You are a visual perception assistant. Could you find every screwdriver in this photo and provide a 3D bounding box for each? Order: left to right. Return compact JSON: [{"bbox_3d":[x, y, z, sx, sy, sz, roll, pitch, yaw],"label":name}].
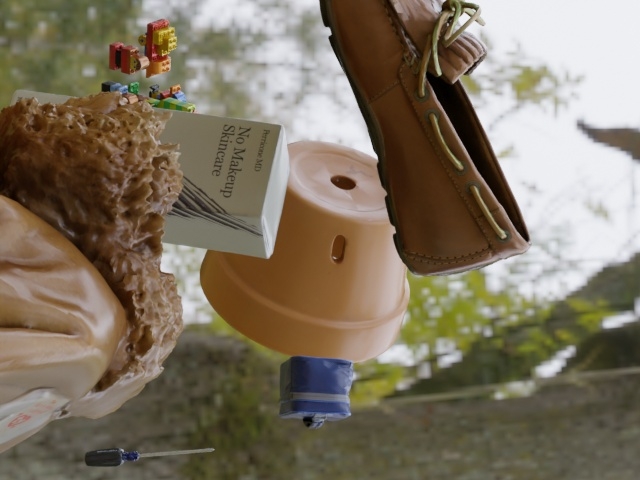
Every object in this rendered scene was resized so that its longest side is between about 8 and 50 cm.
[{"bbox_3d":[-0.222,0.276,2.244,0.025,0.170,0.024,38,47,-76],"label":"screwdriver"}]

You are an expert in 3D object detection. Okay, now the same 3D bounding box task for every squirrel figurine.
[{"bbox_3d":[-0.307,-0.015,1.502,0.281,0.397,0.370,-41,-110,42],"label":"squirrel figurine"}]

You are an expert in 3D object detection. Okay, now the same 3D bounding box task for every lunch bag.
[{"bbox_3d":[-0.007,0.153,1.736,0.098,0.067,0.065,131,-37,-76],"label":"lunch bag"}]

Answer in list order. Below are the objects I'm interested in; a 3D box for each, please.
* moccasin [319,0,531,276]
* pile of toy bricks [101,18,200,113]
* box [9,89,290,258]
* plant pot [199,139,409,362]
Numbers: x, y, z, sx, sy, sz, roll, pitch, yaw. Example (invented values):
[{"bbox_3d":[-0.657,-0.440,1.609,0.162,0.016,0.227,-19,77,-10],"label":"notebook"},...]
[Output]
[{"bbox_3d":[0.097,-0.157,1.568,0.147,0.139,0.380,-15,-89,22],"label":"moccasin"},{"bbox_3d":[-0.192,-0.154,2.138,0.105,0.118,0.212,18,-62,29],"label":"pile of toy bricks"},{"bbox_3d":[-0.174,-0.065,1.706,0.094,0.275,0.113,82,16,-63],"label":"box"},{"bbox_3d":[0.000,0.000,2.365,0.291,0.291,0.203,56,-43,45],"label":"plant pot"}]
